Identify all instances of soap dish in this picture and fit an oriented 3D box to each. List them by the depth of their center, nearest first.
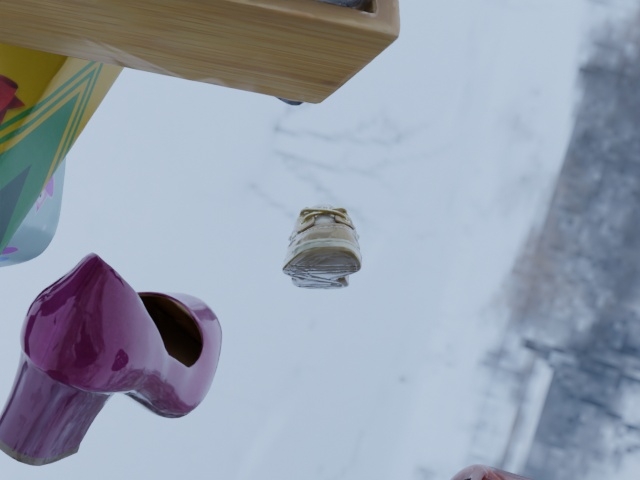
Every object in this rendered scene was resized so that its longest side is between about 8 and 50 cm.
[{"bbox_3d":[-0.104,-0.197,1.094,0.229,0.291,0.118,-94,-161,-48],"label":"soap dish"}]

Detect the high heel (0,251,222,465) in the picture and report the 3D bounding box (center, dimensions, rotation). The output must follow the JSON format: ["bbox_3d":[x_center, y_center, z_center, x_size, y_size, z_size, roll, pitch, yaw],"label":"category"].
[{"bbox_3d":[-0.141,0.062,1.572,0.181,0.127,0.377,-61,173,19],"label":"high heel"}]

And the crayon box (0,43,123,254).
[{"bbox_3d":[-0.248,-0.122,1.197,0.318,0.202,0.081,-60,163,-20],"label":"crayon box"}]

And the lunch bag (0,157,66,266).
[{"bbox_3d":[-0.323,-0.083,1.376,0.108,0.279,0.224,51,42,-72],"label":"lunch bag"}]

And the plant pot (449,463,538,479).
[{"bbox_3d":[0.214,0.330,1.583,0.272,0.265,0.272,-158,-90,-79],"label":"plant pot"}]

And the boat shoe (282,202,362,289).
[{"bbox_3d":[0.000,0.000,1.446,0.170,0.063,0.059,114,-24,-80],"label":"boat shoe"}]
